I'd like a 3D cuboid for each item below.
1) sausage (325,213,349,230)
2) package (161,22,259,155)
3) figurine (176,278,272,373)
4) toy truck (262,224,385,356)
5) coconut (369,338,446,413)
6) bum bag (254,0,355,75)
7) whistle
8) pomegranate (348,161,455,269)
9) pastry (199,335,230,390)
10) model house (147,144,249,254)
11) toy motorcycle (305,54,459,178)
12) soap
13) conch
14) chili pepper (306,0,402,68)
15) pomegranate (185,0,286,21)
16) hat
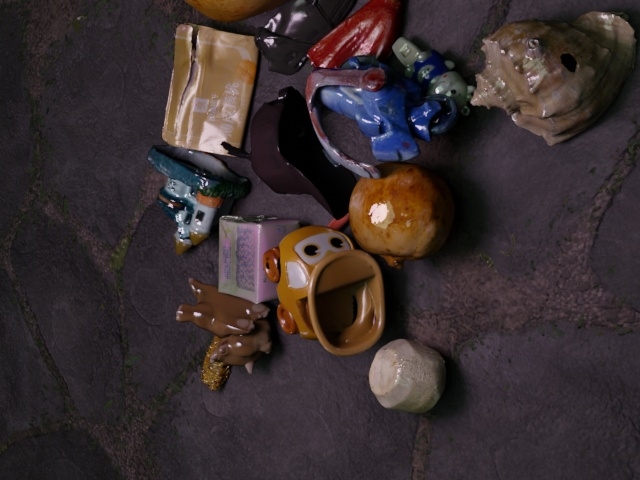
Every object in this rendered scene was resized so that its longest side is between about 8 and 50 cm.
[{"bbox_3d":[0.000,0.000,2.009,0.253,0.034,0.034,-45,69,27],"label":"sausage"},{"bbox_3d":[-0.298,-0.387,2.103,0.221,0.165,0.311,20,105,31],"label":"package"},{"bbox_3d":[-0.238,0.228,2.094,0.247,0.177,0.173,12,129,0],"label":"figurine"},{"bbox_3d":[0.012,0.109,1.873,0.212,0.204,0.288,2,106,60],"label":"toy truck"},{"bbox_3d":[0.202,0.301,1.830,0.161,0.162,0.161,-29,55,50],"label":"coconut"},{"bbox_3d":[-0.037,-0.520,1.946,0.326,0.142,0.079,-44,32,29],"label":"bum bag"},{"bbox_3d":[0.241,-0.355,1.789,0.110,0.092,0.244,-46,68,20],"label":"whistle"},{"bbox_3d":[0.172,-0.054,1.776,0.248,0.248,0.248,3,95,33],"label":"pomegranate"},{"bbox_3d":[-0.276,0.327,2.206,0.080,0.056,0.140,32,104,20],"label":"pastry"},{"bbox_3d":[-0.344,-0.083,2.155,0.253,0.184,0.291,27,113,25],"label":"model house"},{"bbox_3d":[0.117,-0.255,1.756,0.319,0.182,0.241,36,105,32],"label":"toy motorcycle"},{"bbox_3d":[-0.151,0.041,2.028,0.182,0.138,0.199,9,99,52],"label":"soap"},{"bbox_3d":[0.452,-0.323,1.612,0.324,0.186,0.263,-25,98,33],"label":"conch"},{"bbox_3d":[0.102,-0.452,1.872,0.253,0.136,0.144,-42,44,21],"label":"chili pepper"},{"bbox_3d":[-0.197,-0.701,1.884,0.417,0.417,0.416,3,95,33],"label":"pomegranate"},{"bbox_3d":[-0.081,-0.168,1.940,0.209,0.238,0.336,-31,87,29],"label":"hat"}]
